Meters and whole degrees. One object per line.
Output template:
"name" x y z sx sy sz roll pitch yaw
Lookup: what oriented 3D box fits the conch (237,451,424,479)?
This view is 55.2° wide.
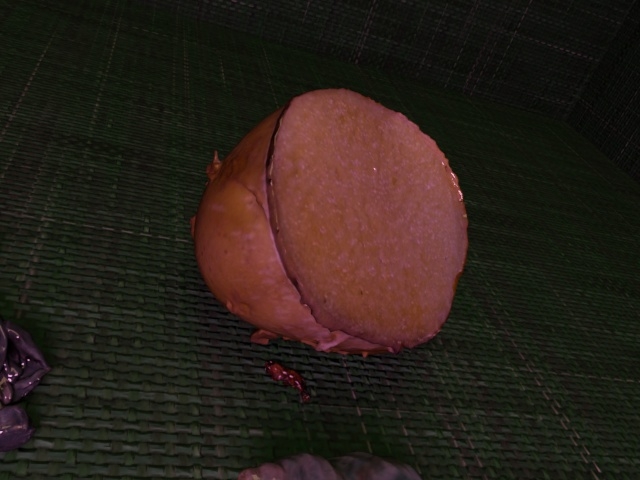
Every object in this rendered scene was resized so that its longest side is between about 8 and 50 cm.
"conch" 0.027 0.314 0.615 0.277 0.195 0.220 46 61 -7

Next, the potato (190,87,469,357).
"potato" 0.000 0.000 0.981 0.442 0.319 0.385 4 74 -41

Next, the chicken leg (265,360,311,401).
"chicken leg" -0.043 0.198 0.880 0.083 0.021 0.036 34 23 11

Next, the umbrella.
"umbrella" -0.425 0.098 0.732 0.143 0.094 0.349 -15 48 -39
